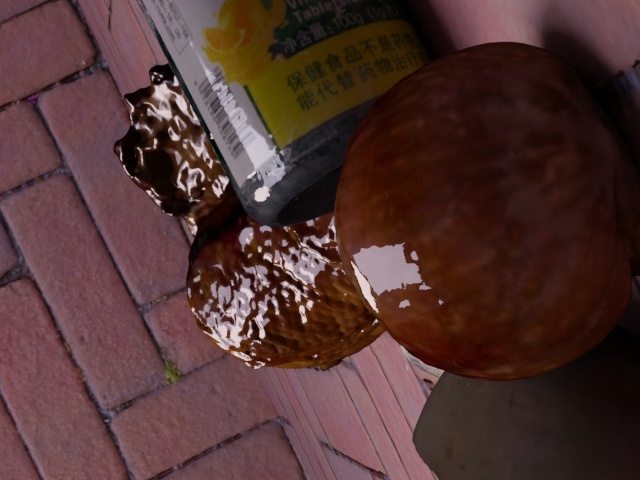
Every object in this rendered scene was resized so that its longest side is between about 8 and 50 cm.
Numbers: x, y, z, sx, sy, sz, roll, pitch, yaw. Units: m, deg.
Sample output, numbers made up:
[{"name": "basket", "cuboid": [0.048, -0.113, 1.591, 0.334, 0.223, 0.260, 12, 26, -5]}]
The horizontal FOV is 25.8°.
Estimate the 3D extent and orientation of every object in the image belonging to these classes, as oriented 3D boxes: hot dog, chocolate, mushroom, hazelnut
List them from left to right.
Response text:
[{"name": "chocolate", "cuboid": [-0.076, -0.092, 1.124, 0.224, 0.177, 0.206, 63, 171, -3]}, {"name": "hot dog", "cuboid": [-0.003, -0.002, 0.995, 0.227, 0.099, 0.161, -34, 66, 43]}, {"name": "hazelnut", "cuboid": [0.078, -0.014, 0.632, 0.143, 0.143, 0.154, 87, 176, -68]}, {"name": "mushroom", "cuboid": [0.129, 0.098, 0.698, 0.188, 0.141, 0.117, -129, 51, -61]}]

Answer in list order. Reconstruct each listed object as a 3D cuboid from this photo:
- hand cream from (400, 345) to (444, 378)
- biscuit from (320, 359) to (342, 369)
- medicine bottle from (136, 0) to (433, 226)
[{"name": "hand cream", "cuboid": [0.112, 0.070, 0.907, 0.276, 0.059, 0.095, -168, 58, -74]}, {"name": "biscuit", "cuboid": [-0.020, 0.018, 1.369, 0.208, 0.041, 0.290, 64, -175, -4]}, {"name": "medicine bottle", "cuboid": [-0.043, -0.164, 0.845, 0.293, 0.141, 0.141, 62, 171, 11]}]
